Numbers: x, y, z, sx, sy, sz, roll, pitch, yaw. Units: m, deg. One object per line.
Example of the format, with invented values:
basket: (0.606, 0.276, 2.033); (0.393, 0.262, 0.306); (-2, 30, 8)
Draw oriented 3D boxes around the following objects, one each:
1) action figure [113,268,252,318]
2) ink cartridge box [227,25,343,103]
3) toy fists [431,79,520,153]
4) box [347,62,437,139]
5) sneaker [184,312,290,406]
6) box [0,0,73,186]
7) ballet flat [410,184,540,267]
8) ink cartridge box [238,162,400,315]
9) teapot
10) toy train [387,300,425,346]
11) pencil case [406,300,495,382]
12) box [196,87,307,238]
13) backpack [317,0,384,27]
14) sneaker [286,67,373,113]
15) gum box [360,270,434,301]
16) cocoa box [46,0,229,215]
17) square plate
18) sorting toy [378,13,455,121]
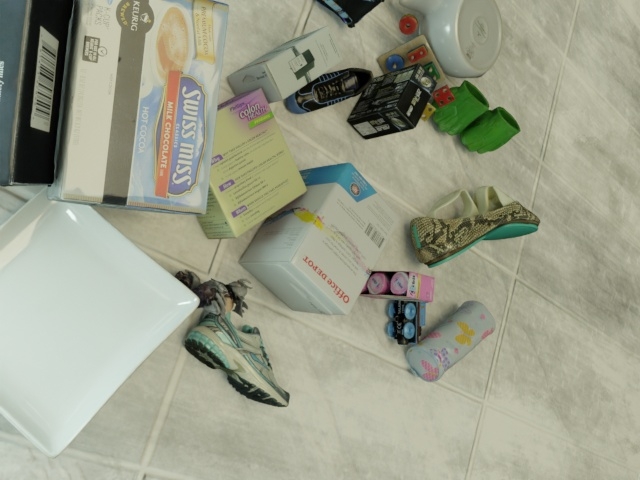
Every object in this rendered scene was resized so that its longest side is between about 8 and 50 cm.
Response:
action figure: (-0.261, 0.114, 1.341); (0.285, 0.185, 0.099); (-12, 98, -28)
ink cartridge box: (-0.076, -0.375, 1.518); (0.208, 0.153, 0.087); (-40, 114, -32)
toy fists: (0.422, -0.337, 1.937); (0.279, 0.142, 0.096); (24, 42, -37)
box: (0.173, -0.337, 1.702); (0.077, 0.180, 0.147); (41, 64, -29)
sneaker: (-0.147, 0.248, 1.468); (0.283, 0.110, 0.122); (48, 58, -28)
box: (-0.571, -0.242, 0.939); (0.396, 0.212, 0.293); (8, 94, -8)
ballet flat: (0.434, -0.062, 1.937); (0.483, 0.164, 0.182); (-15, 82, -37)
ink cartridge box: (0.000, 0.000, 1.537); (0.198, 0.197, 0.270); (45, 62, -30)
teapot: (0.352, -0.546, 1.852); (0.252, 0.187, 0.256); (-23, 110, -39)
toy train: (0.229, 0.180, 1.798); (0.105, 0.080, 0.184); (3, 86, -45)
pencil case: (0.351, 0.268, 1.870); (0.273, 0.124, 0.113); (-31, 86, -37)
box: (-0.180, -0.158, 1.448); (0.213, 0.117, 0.243); (-37, 112, -34)
backpack: (0.058, -0.613, 1.642); (0.173, 0.158, 0.117); (27, 63, -23)
sneaker: (0.026, -0.361, 1.639); (0.232, 0.090, 0.081); (-31, 108, -36)
gum box: (0.167, 0.109, 1.682); (0.107, 0.188, 0.062); (15, 79, -46)
cocoa box: (-0.306, -0.223, 1.148); (0.228, 0.231, 0.347); (6, 91, -27)
square plate: (-0.445, 0.120, 1.173); (0.344, 0.049, 0.347); (40, 66, 3)
sorting toy: (0.238, -0.429, 1.788); (0.274, 0.132, 0.046); (57, 24, -23)
